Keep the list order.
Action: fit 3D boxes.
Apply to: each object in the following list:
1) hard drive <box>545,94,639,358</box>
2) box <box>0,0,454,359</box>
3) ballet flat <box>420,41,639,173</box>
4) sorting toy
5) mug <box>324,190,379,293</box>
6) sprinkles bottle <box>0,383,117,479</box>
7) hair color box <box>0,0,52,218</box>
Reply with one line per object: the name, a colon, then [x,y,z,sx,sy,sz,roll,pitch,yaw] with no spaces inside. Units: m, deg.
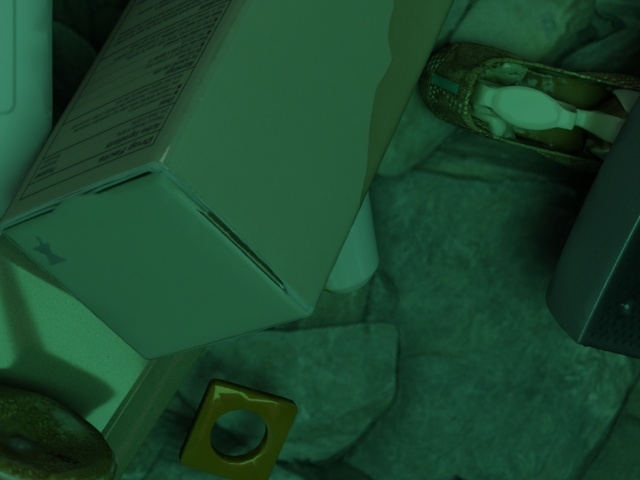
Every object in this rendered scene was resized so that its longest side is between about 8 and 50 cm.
hard drive: [0.246,-0.044,1.282,0.172,0.054,0.254,15,105,-56]
box: [-0.035,-0.098,1.081,0.121,0.148,0.311,45,52,-26]
ballet flat: [0.166,-0.079,1.279,0.206,0.067,0.073,8,104,-19]
sorting toy: [-0.181,0.073,1.240,0.348,0.047,0.196,30,102,-22]
mug: [0.004,-0.002,1.270,0.062,0.078,0.064,-44,129,-35]
sprinkles bottle: [-0.242,0.265,1.218,0.121,0.121,0.355,16,111,-21]
hair color box: [-0.244,-0.202,1.056,0.185,0.113,0.374,-2,104,-16]
